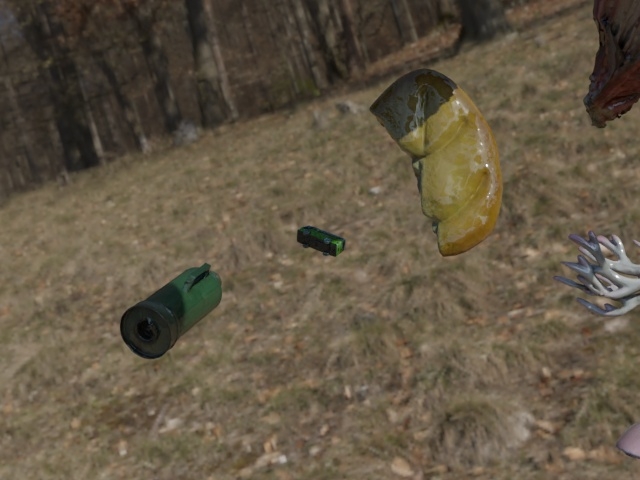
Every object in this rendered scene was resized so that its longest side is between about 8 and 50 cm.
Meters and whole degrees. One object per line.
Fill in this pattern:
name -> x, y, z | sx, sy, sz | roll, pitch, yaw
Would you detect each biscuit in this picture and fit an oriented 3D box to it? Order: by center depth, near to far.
biscuit -> 0.193, -0.130, 1.359 | 0.154, 0.299, 0.045 | -24, -16, 0

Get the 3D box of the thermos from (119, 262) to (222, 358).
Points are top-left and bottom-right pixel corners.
thermos -> -0.188, 0.081, 1.183 | 0.073, 0.083, 0.187 | -1, 18, 20

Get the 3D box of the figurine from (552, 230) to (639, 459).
figurine -> 0.447, 0.125, 1.160 | 0.284, 0.316, 0.206 | 10, -4, 26

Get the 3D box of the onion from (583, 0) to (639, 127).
onion -> 0.358, -0.278, 0.850 | 0.267, 0.159, 0.348 | 24, -49, -35

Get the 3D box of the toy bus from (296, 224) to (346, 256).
toy bus -> 0.000, 0.000, 1.530 | 0.083, 0.031, 0.037 | 22, 34, 28
